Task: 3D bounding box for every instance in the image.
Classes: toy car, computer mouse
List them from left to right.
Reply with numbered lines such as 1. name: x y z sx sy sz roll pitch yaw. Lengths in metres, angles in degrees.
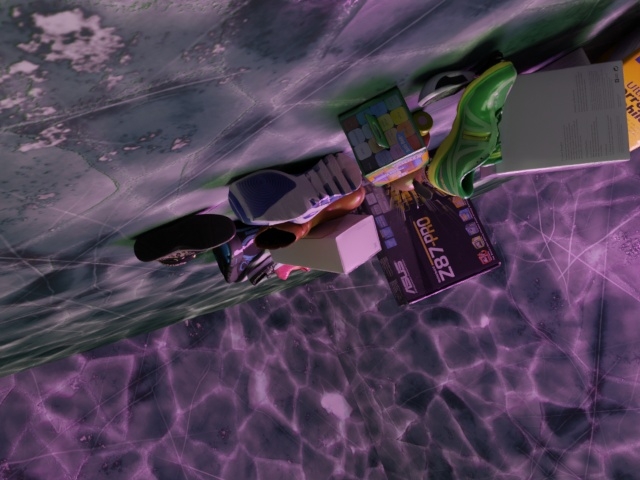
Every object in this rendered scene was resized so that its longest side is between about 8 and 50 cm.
1. toy car: 0.207 -0.172 1.277 0.148 0.189 0.155 -21 172 -12
2. computer mouse: 0.259 -0.310 1.069 0.192 0.042 0.106 -25 178 -28

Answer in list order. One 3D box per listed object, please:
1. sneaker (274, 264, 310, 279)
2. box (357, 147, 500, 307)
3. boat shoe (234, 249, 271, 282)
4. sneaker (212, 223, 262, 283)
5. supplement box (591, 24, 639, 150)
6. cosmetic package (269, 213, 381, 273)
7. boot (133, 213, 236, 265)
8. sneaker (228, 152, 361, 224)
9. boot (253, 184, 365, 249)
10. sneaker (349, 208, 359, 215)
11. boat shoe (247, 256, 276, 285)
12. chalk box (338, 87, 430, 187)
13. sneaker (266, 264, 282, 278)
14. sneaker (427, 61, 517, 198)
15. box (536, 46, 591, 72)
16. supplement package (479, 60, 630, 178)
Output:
1. sneaker: -0.052 0.043 2.077 0.313 0.136 0.116 -27 174 -17
2. box: 0.299 -0.045 1.622 0.318 0.395 0.097 -20 171 -13
3. boat shoe: -0.214 0.046 1.796 0.103 0.118 0.320 -12 160 -38
4. sneaker: -0.235 0.038 1.646 0.139 0.125 0.341 -25 175 -19
5. supplement box: 0.746 -0.359 1.298 0.194 0.195 0.356 -51 -179 -18
6. cosmetic package: 0.000 0.000 1.584 0.309 0.113 0.160 4 -153 46
7. boot: -0.316 0.003 1.350 0.236 0.085 0.178 -16 173 -4
8. sneaker: -0.067 -0.089 1.280 0.315 0.128 0.182 -20 169 -33
9. boot: -0.032 -0.066 1.444 0.283 0.109 0.220 -13 -164 22
10. sneaker: 0.132 -0.122 1.807 0.278 0.108 0.118 -12 -175 -41
11. boat shoe: -0.168 0.090 1.741 0.142 0.040 0.049 -37 164 15
12. chalk box: 0.127 -0.200 1.084 0.132 0.133 0.213 -24 173 11
13. sneaker: -0.120 0.042 1.911 0.255 0.094 0.151 -34 -175 6
14. sneaker: 0.319 -0.210 1.089 0.109 0.123 0.296 -26 147 -39
15. box: 0.493 -0.349 1.352 0.323 0.067 0.063 -28 171 27
16. supplement package: 0.485 -0.249 1.198 0.262 0.200 0.198 -6 -177 7
